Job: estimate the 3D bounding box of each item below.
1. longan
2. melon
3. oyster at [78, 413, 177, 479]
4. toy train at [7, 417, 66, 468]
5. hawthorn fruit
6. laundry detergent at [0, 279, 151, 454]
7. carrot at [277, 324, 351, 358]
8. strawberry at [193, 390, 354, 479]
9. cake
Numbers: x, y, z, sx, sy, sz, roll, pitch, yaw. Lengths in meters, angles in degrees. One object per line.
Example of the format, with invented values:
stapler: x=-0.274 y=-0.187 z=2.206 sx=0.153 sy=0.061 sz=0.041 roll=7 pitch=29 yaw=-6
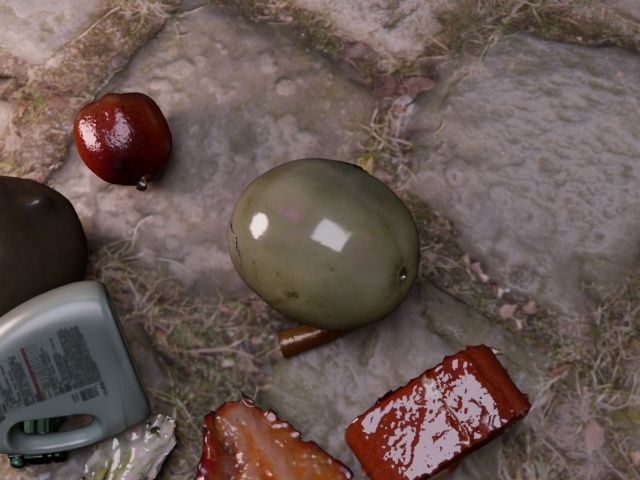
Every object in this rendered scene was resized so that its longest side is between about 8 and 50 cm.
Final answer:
longan: x=-0.542 y=0.027 z=1.950 sx=0.297 sy=0.297 sz=0.297 roll=-4 pitch=68 yaw=9
melon: x=0.000 y=0.000 z=1.854 sx=0.330 sy=0.268 sz=0.268 roll=21 pitch=74 yaw=35
oyster: x=-0.312 y=0.372 z=1.883 sx=0.133 sy=0.072 sz=0.209 roll=12 pitch=52 yaw=22
toy train: x=-0.484 y=0.297 z=1.942 sx=0.111 sy=0.071 sz=0.170 roll=-5 pitch=67 yaw=-1
hawthorn fruit: x=-0.347 y=-0.169 z=2.050 sx=0.169 sy=0.169 sz=0.188 roll=-17 pitch=78 yaw=4
laundry detergent: x=-0.495 y=0.241 z=1.838 sx=0.398 sy=0.124 sz=0.263 roll=-20 pitch=109 yaw=-7
carrot: x=-0.004 y=0.151 z=1.916 sx=0.139 sy=0.048 sz=0.048 roll=-20 pitch=67 yaw=0
strawberry: x=-0.106 y=0.413 z=1.785 sx=0.280 sy=0.150 sz=0.253 roll=35 pitch=58 yaw=23
cake: x=0.183 y=0.280 z=1.762 sx=0.283 sy=0.177 sz=0.151 roll=-36 pitch=67 yaw=2
